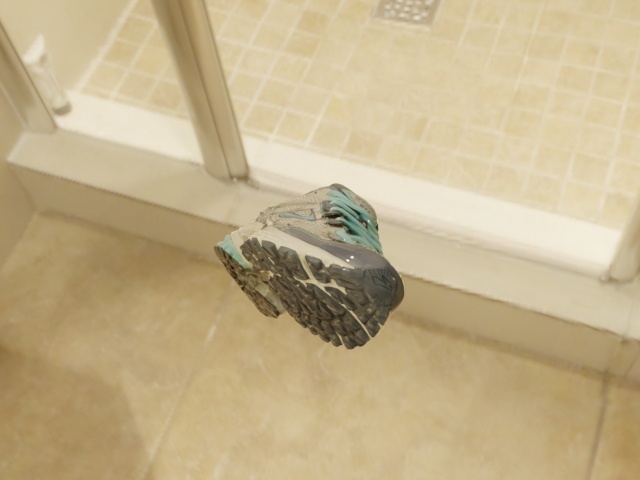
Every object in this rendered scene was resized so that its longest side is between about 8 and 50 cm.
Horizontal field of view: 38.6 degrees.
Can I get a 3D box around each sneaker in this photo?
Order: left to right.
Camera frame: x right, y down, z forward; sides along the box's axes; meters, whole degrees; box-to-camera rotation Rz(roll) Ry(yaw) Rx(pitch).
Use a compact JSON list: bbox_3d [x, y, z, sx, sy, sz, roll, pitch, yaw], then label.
[{"bbox_3d":[0.000,0.000,0.759,0.122,0.110,0.283,-43,20,-14],"label":"sneaker"}]
